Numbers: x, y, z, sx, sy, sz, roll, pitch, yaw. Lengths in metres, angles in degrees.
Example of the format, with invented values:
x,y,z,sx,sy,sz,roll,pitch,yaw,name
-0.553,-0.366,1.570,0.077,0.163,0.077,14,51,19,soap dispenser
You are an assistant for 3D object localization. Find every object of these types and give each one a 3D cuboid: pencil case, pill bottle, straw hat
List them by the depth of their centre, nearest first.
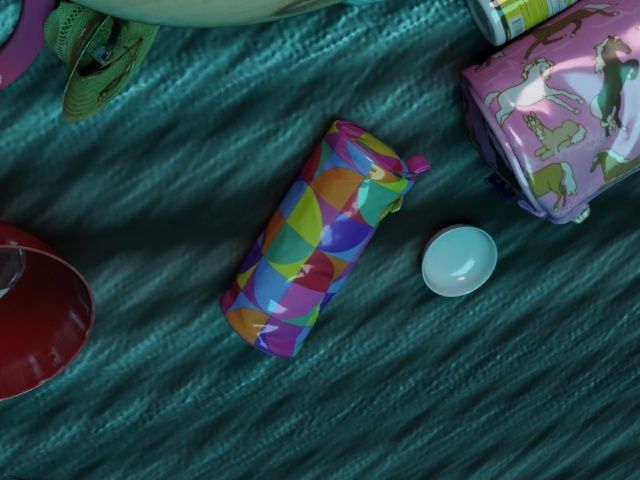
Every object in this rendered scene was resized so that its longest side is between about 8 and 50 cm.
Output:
x,y,z,sx,sy,sz,roll,pitch,yaw,name
-0.190,-0.166,0.844,0.061,0.144,0.144,35,106,3,straw hat
0.194,-0.231,0.941,0.116,0.065,0.065,-29,122,0,pill bottle
0.323,-0.165,0.962,0.386,0.160,0.167,-29,129,0,pencil case
0.000,0.000,0.994,0.104,0.104,0.236,27,109,-27,pencil case

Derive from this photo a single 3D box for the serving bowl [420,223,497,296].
x,y,z,sx,sy,sz,roll,pitch,yaw,name
0.141,0.017,1.084,0.083,0.027,0.083,-7,119,-12,serving bowl

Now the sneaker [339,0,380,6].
x,y,z,sx,sy,sz,roll,pitch,yaw,name
0.121,-0.264,0.866,0.283,0.122,0.110,-26,123,-1,sneaker

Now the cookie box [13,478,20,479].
x,y,z,sx,sy,sz,roll,pitch,yaw,name
-0.291,0.310,1.111,0.107,0.040,0.091,17,112,-24,cookie box

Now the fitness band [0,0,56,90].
x,y,z,sx,sy,sz,roll,pitch,yaw,name
-0.354,-0.188,0.812,0.291,0.054,0.209,-13,118,-10,fitness band

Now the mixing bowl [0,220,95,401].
x,y,z,sx,sy,sz,roll,pitch,yaw,name
-0.302,0.049,0.917,0.181,0.098,0.181,-17,134,-19,mixing bowl

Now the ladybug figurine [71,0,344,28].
x,y,z,sx,sy,sz,roll,pitch,yaw,name
-0.045,-0.315,0.742,0.449,0.162,0.305,-16,103,0,ladybug figurine
